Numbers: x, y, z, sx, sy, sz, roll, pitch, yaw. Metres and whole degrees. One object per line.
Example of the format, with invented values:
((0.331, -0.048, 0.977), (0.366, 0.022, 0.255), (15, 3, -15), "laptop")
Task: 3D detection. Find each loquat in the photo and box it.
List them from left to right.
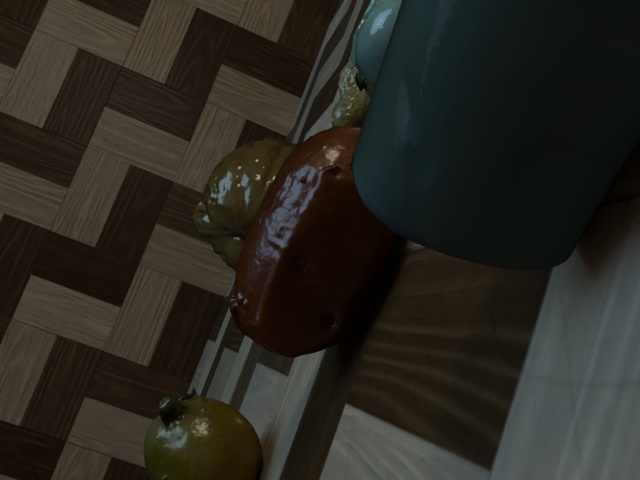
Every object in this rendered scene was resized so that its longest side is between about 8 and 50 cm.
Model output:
((-0.166, 0.292, 1.010), (0.149, 0.205, 0.172), (-39, 26, -32), "loquat")

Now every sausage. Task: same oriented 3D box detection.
((0.000, 0.000, 0.799), (0.141, 0.153, 0.268), (-99, 33, -71), "sausage")

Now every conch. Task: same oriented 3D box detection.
((0.104, -0.273, 0.879), (0.185, 0.121, 0.221), (-20, 43, 38), "conch")

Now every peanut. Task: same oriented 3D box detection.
((0.062, -0.247, 1.214), (0.080, 0.080, 0.175), (136, 155, -67), "peanut")

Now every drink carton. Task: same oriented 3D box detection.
((0.111, -0.094, 0.389), (0.185, 0.191, 0.190), (-89, 13, -57), "drink carton")

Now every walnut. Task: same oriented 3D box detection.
((-0.087, -0.056, 1.213), (0.257, 0.257, 0.225), (-95, -4, -69), "walnut")

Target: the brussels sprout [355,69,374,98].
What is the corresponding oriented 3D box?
((0.105, -0.265, 1.010), (0.139, 0.100, 0.181), (-29, 25, 44), "brussels sprout")
